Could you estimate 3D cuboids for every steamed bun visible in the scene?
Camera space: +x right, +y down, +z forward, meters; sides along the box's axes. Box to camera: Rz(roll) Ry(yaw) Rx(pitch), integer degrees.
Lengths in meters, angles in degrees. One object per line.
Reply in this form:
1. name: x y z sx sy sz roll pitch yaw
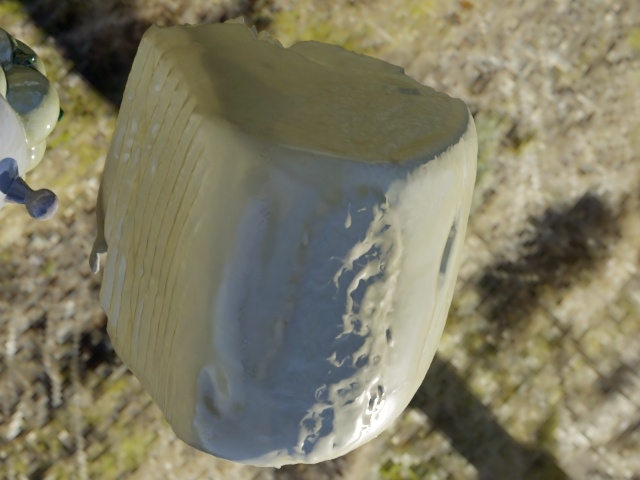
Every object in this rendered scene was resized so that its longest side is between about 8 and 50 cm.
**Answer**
1. steamed bun: 0.000 0.000 1.117 0.272 0.273 0.290 -6 123 -21

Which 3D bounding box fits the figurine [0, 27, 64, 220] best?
1. figurine: -0.203 -0.053 0.649 0.197 0.093 0.147 13 137 -17
